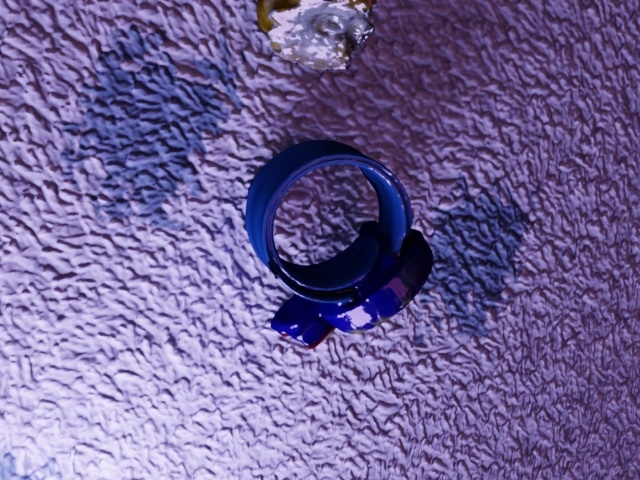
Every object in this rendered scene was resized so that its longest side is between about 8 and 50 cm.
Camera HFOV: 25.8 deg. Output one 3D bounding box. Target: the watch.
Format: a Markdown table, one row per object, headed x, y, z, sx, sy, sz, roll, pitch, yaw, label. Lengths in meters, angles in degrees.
| x | y | z | sx | sy | sz | roll | pitch | yaw | label |
| --- | --- | --- | --- | --- | --- | --- | --- | --- | --- |
| 0.008 | -0.004 | 1.521 | 0.196 | 0.171 | 0.200 | -42 | 112 | -12 | watch |

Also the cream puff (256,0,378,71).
| x | y | z | sx | sy | sz | roll | pitch | yaw | label |
| --- | --- | --- | --- | --- | --- | --- | --- | --- | --- |
| 0.008 | -0.256 | 1.443 | 0.121 | 0.156 | 0.156 | 22 | 96 | 4 | cream puff |
